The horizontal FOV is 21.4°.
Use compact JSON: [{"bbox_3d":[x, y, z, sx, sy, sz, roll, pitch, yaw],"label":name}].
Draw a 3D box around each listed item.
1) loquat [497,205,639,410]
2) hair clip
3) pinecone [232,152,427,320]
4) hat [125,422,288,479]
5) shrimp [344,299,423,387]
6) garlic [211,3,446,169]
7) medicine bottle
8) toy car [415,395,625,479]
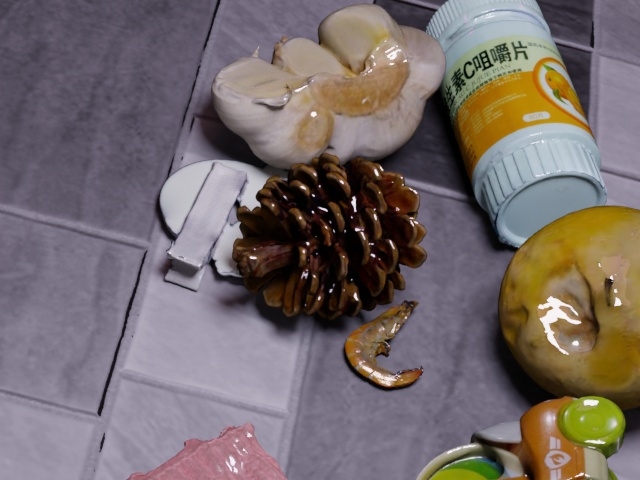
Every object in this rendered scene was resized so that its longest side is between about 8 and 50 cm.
[{"bbox_3d":[0.314,0.074,1.847,0.243,0.244,0.244,9,48,-9],"label":"loquat"},{"bbox_3d":[-0.119,-0.032,1.920,0.140,0.054,0.220,18,44,5],"label":"hair clip"},{"bbox_3d":[-0.002,-0.001,1.835,0.212,0.186,0.169,-10,40,-21],"label":"pinecone"},{"bbox_3d":[-0.089,0.307,1.586,0.236,0.107,0.286,-29,58,-24],"label":"hat"},{"bbox_3d":[0.084,0.112,1.867,0.091,0.025,0.127,33,53,13],"label":"shrimp"},{"bbox_3d":[0.014,-0.173,2.010,0.281,0.185,0.203,-31,35,-14],"label":"garlic"},{"bbox_3d":[0.237,-0.151,2.058,0.158,0.158,0.318,-1,50,-17],"label":"medicine bottle"},{"bbox_3d":[0.198,0.265,1.705,0.235,0.145,0.235,-3,45,3],"label":"toy car"}]
